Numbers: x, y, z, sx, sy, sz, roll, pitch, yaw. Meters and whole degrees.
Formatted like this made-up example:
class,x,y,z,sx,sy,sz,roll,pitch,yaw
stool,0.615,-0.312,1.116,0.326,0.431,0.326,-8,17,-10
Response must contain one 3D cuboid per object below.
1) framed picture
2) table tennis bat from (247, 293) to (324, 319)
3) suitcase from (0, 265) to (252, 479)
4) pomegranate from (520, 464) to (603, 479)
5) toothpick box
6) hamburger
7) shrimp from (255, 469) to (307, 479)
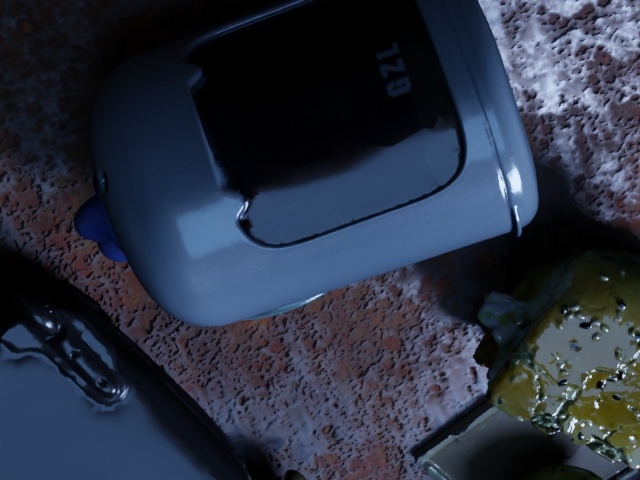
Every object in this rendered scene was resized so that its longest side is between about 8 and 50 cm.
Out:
class,x,y,z,sx,sy,sz,roll,pitch,yaw
framed picture,0.261,0.197,1.754,0.281,0.019,0.209,-36,126,13
table tennis bat,0.000,0.000,1.478,0.244,0.153,0.040,-29,118,-20
suitcase,-0.253,0.238,1.464,0.345,0.188,0.339,-43,103,-4
pomegranate,0.250,0.290,1.747,0.114,0.115,0.142,-26,152,6
toothpick box,-0.026,-0.065,1.362,0.354,0.263,0.263,-19,128,1
hamburger,0.280,0.103,1.582,0.288,0.168,0.192,24,114,-13
shrimp,0.029,0.414,1.759,0.110,0.221,0.446,-52,127,-32
